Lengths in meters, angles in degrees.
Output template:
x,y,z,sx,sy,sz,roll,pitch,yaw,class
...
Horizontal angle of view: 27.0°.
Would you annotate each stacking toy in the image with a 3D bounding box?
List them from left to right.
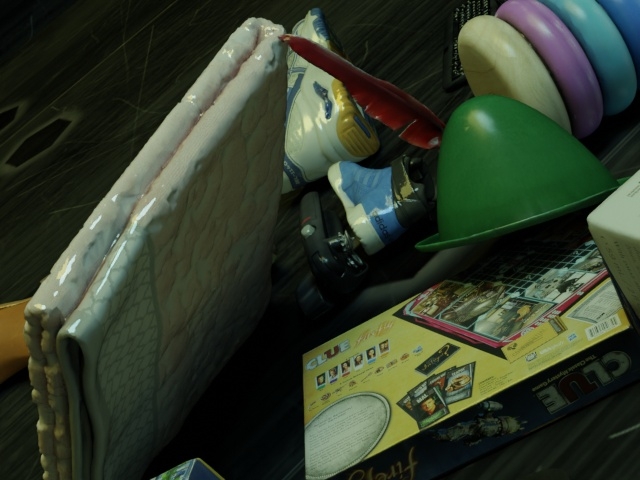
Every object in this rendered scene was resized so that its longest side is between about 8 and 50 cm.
x,y,z,sx,sy,sz,roll,pitch,yaw,class
0.286,-0.202,1.127,0.330,0.141,0.141,-32,25,-4,stacking toy

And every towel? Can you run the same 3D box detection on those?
x,y,z,sx,sy,sz,roll,pitch,yaw,class
-0.110,0.046,1.011,0.053,0.332,0.317,23,52,11,towel

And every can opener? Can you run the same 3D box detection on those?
x,y,z,sx,sy,sz,roll,pitch,yaw,class
0.000,0.000,1.196,0.073,0.059,0.186,-30,26,11,can opener

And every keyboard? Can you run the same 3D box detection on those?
x,y,z,sx,sy,sz,roll,pitch,yaw,class
0.168,-0.232,1.423,0.100,0.038,0.192,-25,27,20,keyboard

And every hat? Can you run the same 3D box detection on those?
x,y,z,sx,sy,sz,roll,pitch,yaw,class
0.121,-0.100,0.986,0.173,0.184,0.208,-17,1,38,hat

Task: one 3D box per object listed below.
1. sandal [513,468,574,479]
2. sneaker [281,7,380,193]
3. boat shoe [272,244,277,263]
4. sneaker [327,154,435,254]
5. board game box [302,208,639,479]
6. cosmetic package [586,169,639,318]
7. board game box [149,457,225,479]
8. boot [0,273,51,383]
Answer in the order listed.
x,y,z,sx,sy,sz,roll,pitch,yaw,class
0.071,0.180,0.812,0.179,0.040,0.067,-25,27,22,sandal
-0.024,-0.155,1.439,0.131,0.112,0.296,-30,25,12,sneaker
-0.104,0.023,1.294,0.072,0.068,0.190,-57,20,-15,boat shoe
0.060,-0.047,1.207,0.084,0.058,0.152,-31,22,4,sneaker
0.100,0.085,0.940,0.243,0.042,0.165,-29,26,14,board game box
0.266,0.028,0.751,0.085,0.117,0.231,-41,24,-10,cosmetic package
-0.069,0.233,0.768,0.194,0.194,0.060,-33,20,40,board game box
-0.289,0.105,1.361,0.197,0.073,0.152,-45,30,-14,boot
